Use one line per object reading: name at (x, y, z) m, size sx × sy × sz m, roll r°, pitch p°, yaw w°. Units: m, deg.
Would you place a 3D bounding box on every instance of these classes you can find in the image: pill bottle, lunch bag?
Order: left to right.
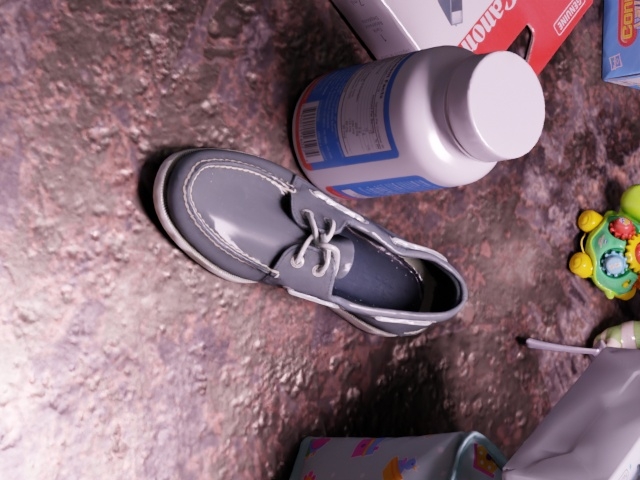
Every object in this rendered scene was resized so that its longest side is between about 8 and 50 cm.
lunch bag at (0.061, 0.306, 1.302) m, size 0.160 × 0.223 × 0.262 m, roll 35°, pitch 61°, yaw -32°
pill bottle at (0.087, -0.104, 1.358) m, size 0.124 × 0.221 × 0.124 m, roll 3°, pitch 85°, yaw -39°

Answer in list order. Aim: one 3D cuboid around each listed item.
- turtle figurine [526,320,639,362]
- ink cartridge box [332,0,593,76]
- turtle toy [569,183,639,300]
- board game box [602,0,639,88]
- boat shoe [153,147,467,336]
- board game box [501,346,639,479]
turtle figurine at (0.350, 0.181, 1.588) m, size 0.275 × 0.198 × 0.266 m, roll -42°, pitch 128°, yaw -30°
ink cartridge box at (0.163, -0.257, 1.533) m, size 0.261 × 0.066 × 0.296 m, roll 51°, pitch 58°, yaw -23°
turtle toy at (0.324, 0.001, 1.643) m, size 0.095 × 0.066 × 0.130 m, roll 26°, pitch 71°, yaw -35°
board game box at (0.456, -0.310, 1.761) m, size 0.302 × 0.086 × 0.308 m, roll 8°, pitch 82°, yaw -38°
boat shoe at (0.000, 0.000, 1.359) m, size 0.319 × 0.099 × 0.116 m, roll 28°, pitch 70°, yaw -34°
board game box at (0.257, 0.275, 1.294) m, size 0.224 × 0.098 × 0.303 m, roll -37°, pitch 124°, yaw -48°
